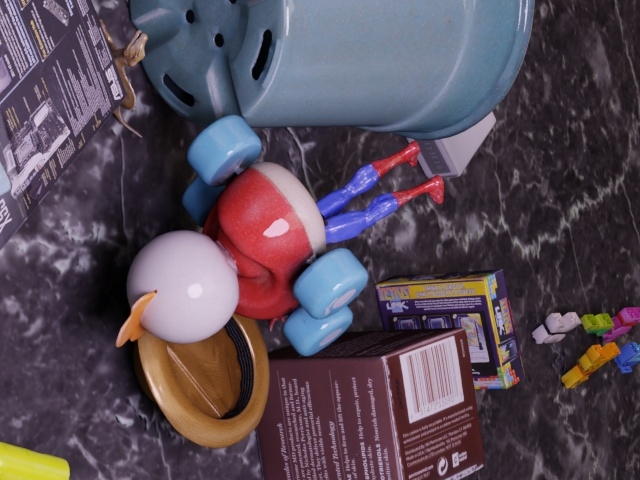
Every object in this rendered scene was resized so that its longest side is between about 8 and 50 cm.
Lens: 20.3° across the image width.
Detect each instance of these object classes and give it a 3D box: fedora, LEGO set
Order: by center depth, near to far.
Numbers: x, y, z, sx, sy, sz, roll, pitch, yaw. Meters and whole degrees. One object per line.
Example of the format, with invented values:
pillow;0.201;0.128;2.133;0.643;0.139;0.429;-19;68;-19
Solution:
fedora;-0.140;0.130;1.897;0.194;0.079;0.194;17;65;-42
LEGO set;0.387;0.160;2.556;0.227;0.093;0.087;0;54;-46

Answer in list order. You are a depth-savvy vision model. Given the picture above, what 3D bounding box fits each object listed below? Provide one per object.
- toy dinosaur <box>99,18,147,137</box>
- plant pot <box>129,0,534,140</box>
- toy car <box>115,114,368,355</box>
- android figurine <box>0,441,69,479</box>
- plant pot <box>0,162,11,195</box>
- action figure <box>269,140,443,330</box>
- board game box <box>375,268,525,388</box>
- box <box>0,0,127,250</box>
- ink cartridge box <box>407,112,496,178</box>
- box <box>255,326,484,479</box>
toy dinosaur;-0.218;-0.166;1.837;0.053;0.183;0.092;-34;73;-24
plant pot;-0.004;-0.264;1.941;0.334;0.341;0.341;-10;94;-43
toy car;-0.115;0.040;1.798;0.238;0.210;0.219;-33;75;-19
android figurine;-0.307;0.311;1.649;0.273;0.056;0.248;23;68;-34
plant pot;-0.452;-0.081;1.418;0.252;0.248;0.247;-40;118;-28
action figure;0.000;0.000;2.048;0.280;0.139;0.091;-25;63;-17
board game box;0.158;0.112;2.197;0.048;0.170;0.141;-21;103;-48
box;-0.309;-0.179;1.652;0.242;0.076;0.307;-57;146;-35
ink cartridge box;0.153;-0.258;2.324;0.239;0.060;0.275;-54;126;-38
box;0.052;0.197;2.030;0.168;0.203;0.167;-15;98;-51
